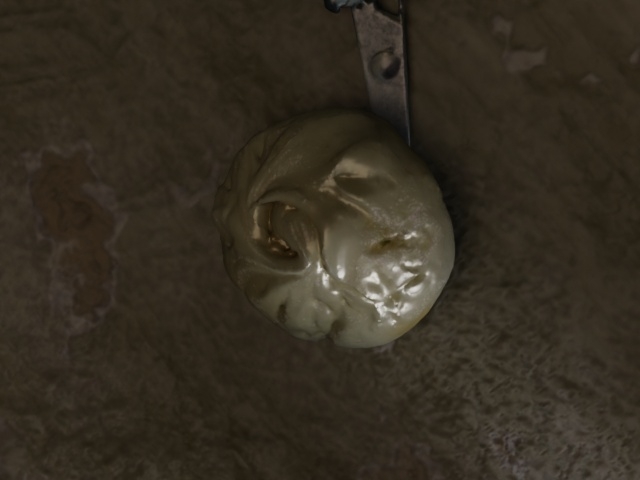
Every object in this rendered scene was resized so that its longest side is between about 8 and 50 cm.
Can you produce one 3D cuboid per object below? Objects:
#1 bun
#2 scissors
[{"bbox_3d":[0.000,0.000,1.363,0.183,0.102,0.183,13,115,30],"label":"bun"},{"bbox_3d":[0.040,-0.152,1.367,0.191,0.029,0.360,-2,100,21],"label":"scissors"}]
